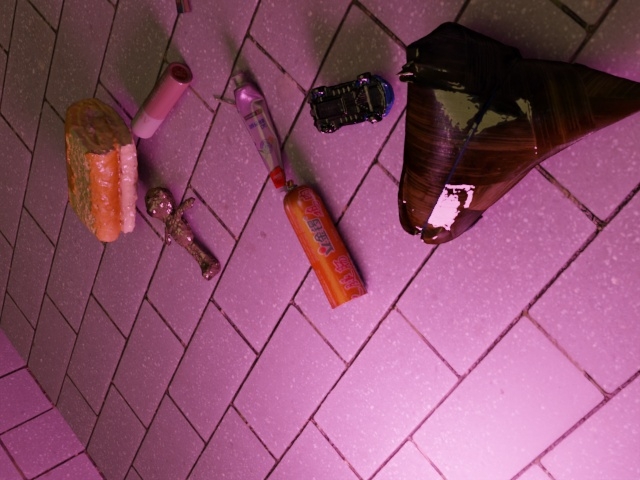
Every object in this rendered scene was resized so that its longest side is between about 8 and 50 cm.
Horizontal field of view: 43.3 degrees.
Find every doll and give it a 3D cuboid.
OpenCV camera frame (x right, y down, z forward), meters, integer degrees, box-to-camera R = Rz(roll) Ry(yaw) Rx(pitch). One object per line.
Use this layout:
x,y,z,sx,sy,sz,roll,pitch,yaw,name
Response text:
-0.388,-0.020,2.228,0.203,0.091,0.285,-2,117,57,doll

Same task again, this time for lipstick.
-0.418,-0.362,2.105,0.254,0.070,0.070,-40,78,46,lipstick

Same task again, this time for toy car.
0.066,-0.286,1.670,0.216,0.063,0.103,-7,103,40,toy car

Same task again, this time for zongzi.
0.341,-0.134,1.392,0.432,0.208,0.403,19,126,24,zongzi

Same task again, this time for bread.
-0.625,-0.197,2.289,0.236,0.165,0.375,49,146,29,bread

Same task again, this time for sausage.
0.000,0.000,1.839,0.093,0.093,0.312,-29,86,47,sausage

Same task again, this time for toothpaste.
-0.140,-0.255,1.900,0.075,0.048,0.300,-16,98,43,toothpaste

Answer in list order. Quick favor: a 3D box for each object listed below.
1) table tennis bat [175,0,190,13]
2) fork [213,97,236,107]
-0.352,-0.699,1.931,0.173,0.022,0.301,9,112,43,table tennis bat
-0.223,-0.334,1.972,0.115,0.012,0.016,27,121,40,fork
